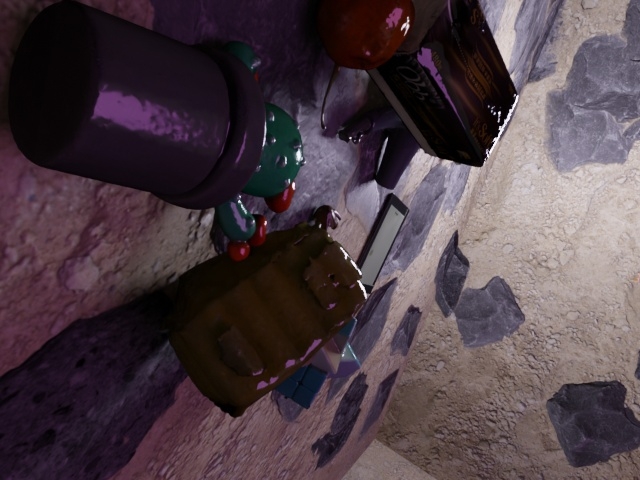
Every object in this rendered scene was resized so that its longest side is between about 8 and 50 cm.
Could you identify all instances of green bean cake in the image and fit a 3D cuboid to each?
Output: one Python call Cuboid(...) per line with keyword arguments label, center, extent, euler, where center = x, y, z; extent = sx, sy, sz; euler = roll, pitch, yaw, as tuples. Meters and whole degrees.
Cuboid(label="green bean cake", center=(-0.110, 0.100, 0.775), extent=(0.285, 0.202, 0.310), euler=(-38, -174, -29))

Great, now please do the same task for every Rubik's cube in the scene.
Cuboid(label="Rubik's cube", center=(-0.028, 0.228, 1.081), extent=(0.213, 0.265, 0.224), euler=(-65, 172, 29))

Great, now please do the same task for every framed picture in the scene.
Cuboid(label="framed picture", center=(0.202, 0.022, 1.639), extent=(0.347, 0.016, 0.265), euler=(-65, 156, 3))

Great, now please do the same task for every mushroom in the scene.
Cuboid(label="mushroom", center=(0.000, 0.000, 1.155), extent=(0.060, 0.061, 0.187), euler=(-39, 150, -54))

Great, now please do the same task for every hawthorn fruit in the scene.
Cuboid(label="hawthorn fruit", center=(0.043, -0.334, 0.846), extent=(0.285, 0.165, 0.165), euler=(-53, 163, 28))

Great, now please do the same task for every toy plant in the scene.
Cuboid(label="toy plant", center=(-0.133, -0.137, 0.581), extent=(0.185, 0.280, 0.400), euler=(-29, 163, 27))

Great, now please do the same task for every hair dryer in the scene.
Cuboid(label="hair dryer", center=(0.153, -0.258, 1.194), extent=(0.361, 0.121, 0.301), euler=(-15, 136, -48))

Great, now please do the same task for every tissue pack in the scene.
Cuboid(label="tissue pack", center=(0.256, -0.345, 1.030), extent=(0.370, 0.198, 0.210), euler=(38, 75, -43))

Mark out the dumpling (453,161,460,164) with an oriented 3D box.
Cuboid(label="dumpling", center=(0.583, -0.397, 1.906), extent=(0.229, 0.124, 0.151), euler=(-56, -168, -5))
